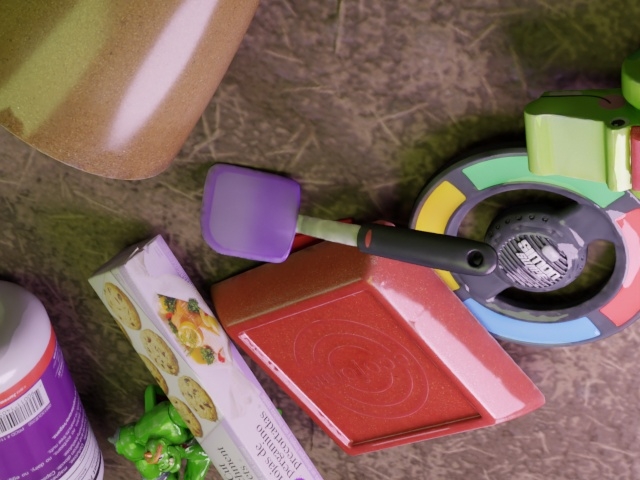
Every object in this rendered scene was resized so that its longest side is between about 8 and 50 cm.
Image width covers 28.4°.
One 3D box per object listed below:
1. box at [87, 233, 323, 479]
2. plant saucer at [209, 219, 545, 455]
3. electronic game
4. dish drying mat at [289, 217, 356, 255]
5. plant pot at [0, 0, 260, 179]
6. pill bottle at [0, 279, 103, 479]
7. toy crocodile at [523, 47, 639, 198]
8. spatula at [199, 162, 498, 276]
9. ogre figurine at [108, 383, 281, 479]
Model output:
[{"bbox_3d":[-0.112,0.146,1.279,0.067,0.063,0.324,-19,108,43],"label":"box"},{"bbox_3d":[0.044,0.116,1.237,0.258,0.048,0.259,-21,120,43],"label":"plant saucer"},{"bbox_3d":[0.189,0.008,1.116,0.229,0.048,0.229,10,131,12],"label":"electronic game"},{"bbox_3d":[0.000,0.000,1.203,0.083,0.008,0.032,-14,124,29],"label":"dish drying mat"},{"bbox_3d":[-0.133,-0.218,0.939,0.237,0.237,0.254,37,116,-13],"label":"plant pot"},{"bbox_3d":[-0.348,0.212,1.390,0.181,0.181,0.323,3,130,17],"label":"pill bottle"},{"bbox_3d":[0.324,-0.073,0.954,0.340,0.105,0.115,4,130,12],"label":"toy crocodile"},{"bbox_3d":[0.019,-0.006,1.118,0.296,0.030,0.084,12,93,31],"label":"spatula"},{"bbox_3d":[-0.149,0.216,1.390,0.118,0.097,0.197,32,150,-33],"label":"ogre figurine"}]
